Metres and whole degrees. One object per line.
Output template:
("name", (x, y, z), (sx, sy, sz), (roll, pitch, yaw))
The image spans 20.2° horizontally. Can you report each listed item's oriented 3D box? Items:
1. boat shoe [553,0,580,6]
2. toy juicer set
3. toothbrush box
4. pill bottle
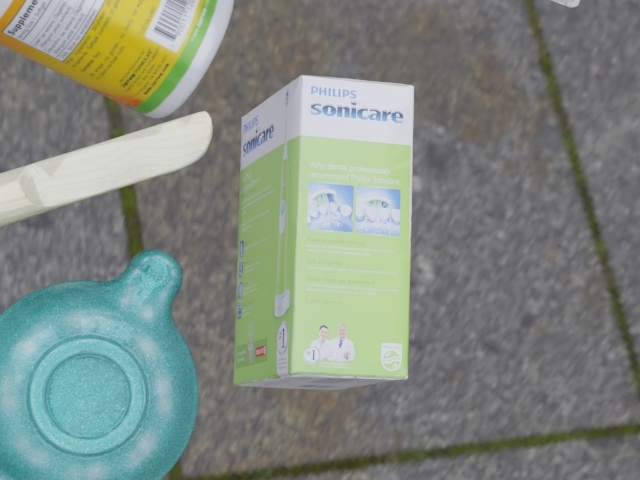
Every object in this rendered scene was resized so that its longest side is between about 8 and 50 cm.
("boat shoe", (0.197, -0.239, 1.649), (0.100, 0.035, 0.035), (25, 59, 31))
("toy juicer set", (-0.173, 0.086, 1.038), (0.209, 0.089, 0.329), (3, 86, -10))
("toothbrush box", (0.000, 0.000, 1.761), (0.122, 0.206, 0.283), (3, 81, -18))
("pill bottle", (-0.203, -0.206, 1.415), (0.245, 0.136, 0.136), (26, 58, -23))
